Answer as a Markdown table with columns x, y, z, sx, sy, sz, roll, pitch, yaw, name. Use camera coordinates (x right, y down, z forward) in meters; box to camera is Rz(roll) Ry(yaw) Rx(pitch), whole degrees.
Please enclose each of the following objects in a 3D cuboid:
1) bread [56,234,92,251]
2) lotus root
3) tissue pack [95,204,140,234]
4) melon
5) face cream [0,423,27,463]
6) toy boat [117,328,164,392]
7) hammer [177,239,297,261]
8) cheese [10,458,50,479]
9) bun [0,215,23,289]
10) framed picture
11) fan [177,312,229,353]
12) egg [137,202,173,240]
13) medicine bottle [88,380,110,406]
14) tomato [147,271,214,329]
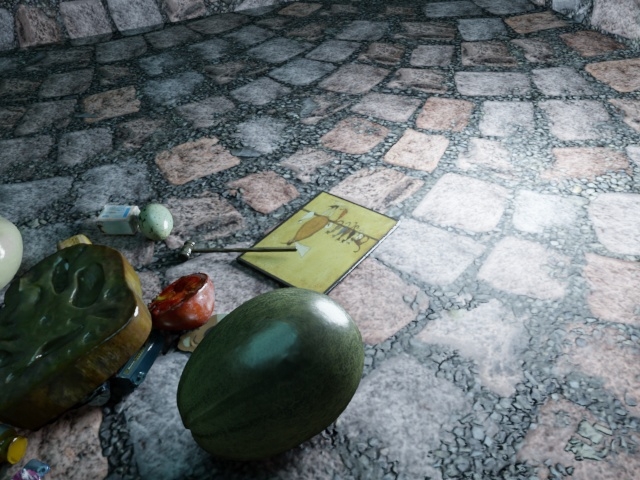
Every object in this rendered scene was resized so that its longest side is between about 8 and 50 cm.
| x | y | z | sx | sy | sz | roll | pitch | yaw | name |
| --- | --- | --- | --- | --- | --- | --- | --- | --- | --- |
| -0.590 | 0.034 | 1.365 | 0.082 | 0.056 | 0.115 | -29 | 38 | -26 | bread |
| -0.497 | 0.171 | 1.090 | 0.374 | 0.111 | 0.391 | -4 | 45 | 18 | lotus root |
| -0.520 | -0.053 | 1.459 | 0.094 | 0.059 | 0.074 | 2 | 42 | 10 | tissue pack |
| -0.078 | 0.217 | 0.938 | 0.329 | 0.249 | 0.248 | -30 | 45 | -23 | melon |
| -0.605 | 0.352 | 0.987 | 0.182 | 0.051 | 0.072 | 5 | 42 | 14 | face cream |
| -0.349 | 0.227 | 1.102 | 0.060 | 0.055 | 0.141 | 14 | 43 | 12 | toy boat |
| -0.195 | 0.022 | 1.336 | 0.291 | 0.029 | 0.058 | -1 | 39 | 12 | hammer |
| -0.506 | 0.417 | 0.908 | 0.095 | 0.038 | 0.145 | 14 | 37 | 20 | cheese |
| -0.889 | 0.024 | 1.282 | 0.360 | 0.213 | 0.361 | -2 | 46 | 2 | bun |
| 0.000 | 0.000 | 1.364 | 0.255 | 0.014 | 0.338 | 24 | 48 | 32 | framed picture |
| -0.178 | 0.181 | 1.174 | 0.152 | 0.008 | 0.226 | 25 | 50 | 33 | fan |
| -0.413 | -0.045 | 1.415 | 0.085 | 0.085 | 0.110 | -27 | 51 | -24 | egg |
| -0.442 | 0.235 | 1.108 | 0.051 | 0.051 | 0.191 | -14 | 40 | -10 | medicine bottle |
| -0.280 | 0.142 | 1.162 | 0.138 | 0.091 | 0.159 | -16 | 20 | 24 | tomato |
